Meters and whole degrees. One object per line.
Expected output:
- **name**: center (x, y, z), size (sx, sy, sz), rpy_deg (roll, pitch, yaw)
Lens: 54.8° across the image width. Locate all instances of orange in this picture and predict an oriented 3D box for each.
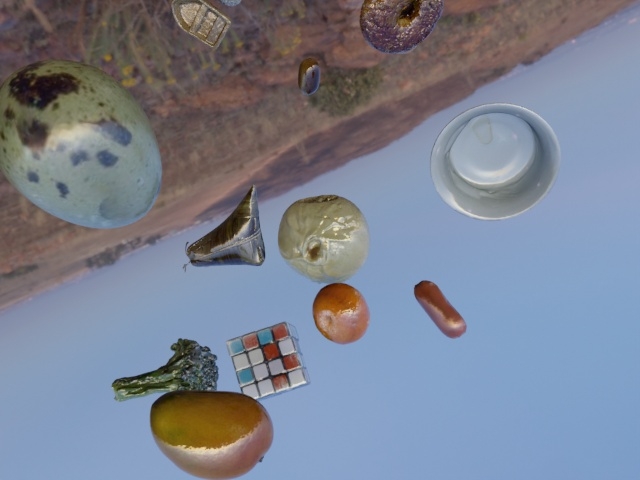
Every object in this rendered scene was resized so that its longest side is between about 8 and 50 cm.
- **orange**: center (0.078, 0.254, 2.182), size (0.224, 0.224, 0.170), rpy_deg (-19, -172, 42)

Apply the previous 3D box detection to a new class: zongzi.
- **zongzi**: center (-0.291, -0.038, 1.803), size (0.247, 0.241, 0.111), rpy_deg (-4, -165, 5)

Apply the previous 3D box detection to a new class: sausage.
- **sausage**: center (0.341, 0.197, 1.765), size (0.077, 0.194, 0.077), rpy_deg (-37, 174, -5)

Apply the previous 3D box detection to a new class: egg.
- **egg**: center (-0.560, -0.218, 1.456), size (0.345, 0.428, 0.345), rpy_deg (-28, -145, 22)

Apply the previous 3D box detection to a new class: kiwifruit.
- **kiwifruit**: center (-0.038, -0.552, 2.076), size (0.075, 0.125, 0.075), rpy_deg (5, -150, -3)

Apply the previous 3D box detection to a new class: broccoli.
- **broccoli**: center (-0.412, 0.349, 1.678), size (0.274, 0.199, 0.177), rpy_deg (7, 147, -3)

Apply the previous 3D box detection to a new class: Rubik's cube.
- **Rubik's cube**: center (-0.196, 0.481, 2.423), size (0.256, 0.254, 0.259), rpy_deg (-18, 165, -1)

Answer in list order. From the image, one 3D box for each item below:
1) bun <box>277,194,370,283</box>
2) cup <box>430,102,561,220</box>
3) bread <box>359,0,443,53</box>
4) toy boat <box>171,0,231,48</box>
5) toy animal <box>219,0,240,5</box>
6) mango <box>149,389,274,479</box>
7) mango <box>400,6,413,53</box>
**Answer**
- **bun**: center (0.001, 0.003, 2.309), size (0.364, 0.364, 0.202), rpy_deg (-22, -175, 24)
- **cup**: center (0.489, -0.245, 1.754), size (0.347, 0.347, 0.163), rpy_deg (-22, -157, 23)
- **bread**: center (0.168, -0.469, 1.282), size (0.193, 0.064, 0.193), rpy_deg (-16, 147, -11)
- **toy boat**: center (-0.380, -0.702, 1.946), size (0.116, 0.188, 0.061), rpy_deg (-52, -167, 25)
- **toy animal**: center (-0.318, -0.901, 2.198), size (0.137, 0.098, 0.098), rpy_deg (-68, -167, -5)
- **mango**: center (-0.217, 0.391, 1.241), size (0.254, 0.176, 0.139), rpy_deg (9, 135, -23)
- **mango**: center (0.199, -0.584, 1.671), size (0.115, 0.178, 0.090), rpy_deg (-32, -148, 32)
